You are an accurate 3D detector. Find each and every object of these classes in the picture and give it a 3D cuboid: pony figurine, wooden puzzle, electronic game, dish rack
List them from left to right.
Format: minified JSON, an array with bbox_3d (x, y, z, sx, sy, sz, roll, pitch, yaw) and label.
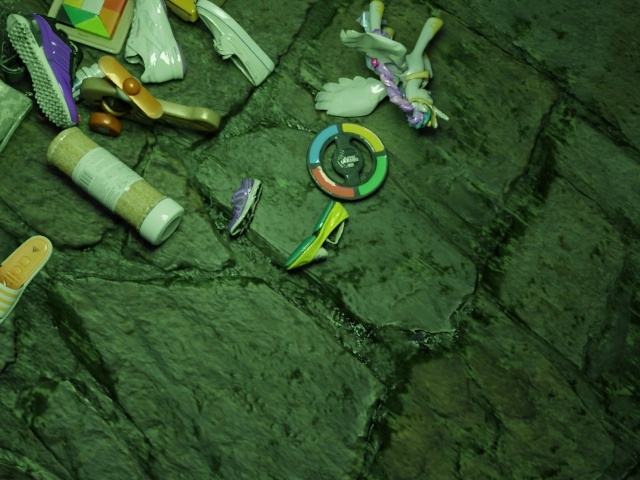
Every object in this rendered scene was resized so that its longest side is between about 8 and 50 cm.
[{"bbox_3d":[-0.831,-0.539,1.577,0.271,0.074,0.208,36,51,-1],"label":"dish rack"},{"bbox_3d":[-0.631,-0.653,1.682,0.220,0.044,0.239,17,75,-2],"label":"wooden puzzle"},{"bbox_3d":[0.075,-0.220,1.664,0.229,0.048,0.230,2,76,-7],"label":"electronic game"},{"bbox_3d":[0.186,-0.482,1.653,0.350,0.303,0.364,12,60,-13],"label":"pony figurine"}]

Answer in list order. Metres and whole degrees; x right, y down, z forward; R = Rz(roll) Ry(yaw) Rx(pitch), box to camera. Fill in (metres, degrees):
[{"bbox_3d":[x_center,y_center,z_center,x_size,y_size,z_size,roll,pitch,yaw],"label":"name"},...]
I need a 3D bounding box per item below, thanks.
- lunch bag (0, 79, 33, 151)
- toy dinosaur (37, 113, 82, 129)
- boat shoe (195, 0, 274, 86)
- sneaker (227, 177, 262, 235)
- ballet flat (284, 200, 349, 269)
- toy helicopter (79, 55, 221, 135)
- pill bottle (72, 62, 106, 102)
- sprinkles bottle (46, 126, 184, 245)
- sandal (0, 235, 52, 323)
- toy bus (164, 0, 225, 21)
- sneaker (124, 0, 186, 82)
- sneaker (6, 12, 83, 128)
[{"bbox_3d":[-0.890,-0.295,1.474,0.256,0.212,0.305,32,79,-15],"label":"lunch bag"},{"bbox_3d":[-0.673,-0.317,1.584,0.082,0.090,0.047,-10,93,22],"label":"toy dinosaur"},{"bbox_3d":[-0.244,-0.531,1.640,0.267,0.096,0.088,42,83,-34],"label":"boat shoe"},{"bbox_3d":[-0.209,-0.089,1.598,0.071,0.068,0.170,14,66,12],"label":"sneaker"},{"bbox_3d":[0.000,0.000,1.591,0.077,0.077,0.231,40,72,-14],"label":"ballet flat"},{"bbox_3d":[-0.430,-0.349,1.534,0.354,0.235,0.140,12,75,-4],"label":"toy helicopter"},{"bbox_3d":[-0.635,-0.420,1.612,0.120,0.067,0.067,-38,84,-14],"label":"pill bottle"},{"bbox_3d":[-0.517,-0.138,1.529,0.355,0.121,0.121,37,75,3],"label":"sprinkles bottle"},{"bbox_3d":[-0.764,0.091,1.465,0.101,0.076,0.265,32,75,2],"label":"sandal"},{"bbox_3d":[-0.298,-0.749,1.704,0.108,0.130,0.333,34,75,1],"label":"toy bus"},{"bbox_3d":[-0.476,-0.570,1.640,0.152,0.114,0.305,-20,83,-10],"label":"sneaker"},{"bbox_3d":[-0.654,-0.434,1.524,0.146,0.102,0.294,-31,103,-46],"label":"sneaker"}]
